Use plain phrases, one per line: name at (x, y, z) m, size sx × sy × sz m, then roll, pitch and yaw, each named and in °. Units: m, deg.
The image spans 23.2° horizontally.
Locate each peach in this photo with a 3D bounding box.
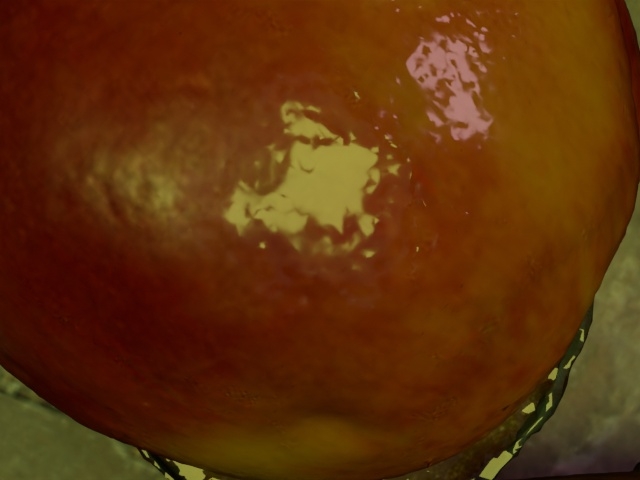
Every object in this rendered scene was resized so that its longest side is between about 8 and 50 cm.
peach at (-0.016, -0.043, 0.595) m, size 0.281 × 0.238 × 0.281 m, roll 1°, pitch 104°, yaw 5°

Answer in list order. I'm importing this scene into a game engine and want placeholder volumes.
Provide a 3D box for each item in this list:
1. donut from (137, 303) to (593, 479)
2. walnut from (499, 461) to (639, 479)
donut at (0.000, 0.000, 0.770) m, size 0.272 × 0.107 × 0.272 m, roll -1°, pitch 97°, yaw -8°
walnut at (0.134, 0.211, 0.773) m, size 0.336 × 0.209 × 0.209 m, roll 13°, pitch 100°, yaw 1°
